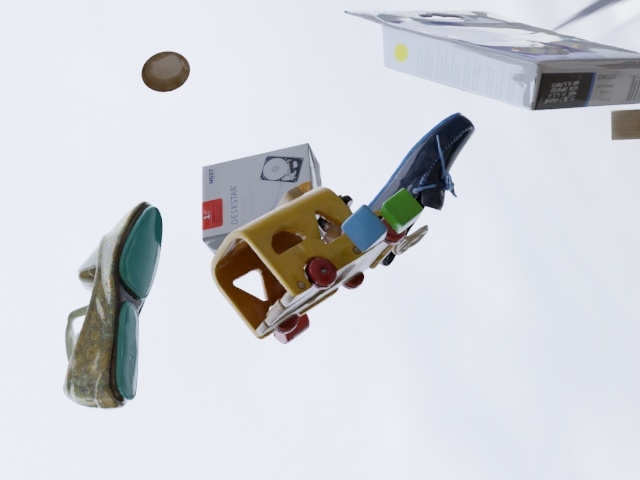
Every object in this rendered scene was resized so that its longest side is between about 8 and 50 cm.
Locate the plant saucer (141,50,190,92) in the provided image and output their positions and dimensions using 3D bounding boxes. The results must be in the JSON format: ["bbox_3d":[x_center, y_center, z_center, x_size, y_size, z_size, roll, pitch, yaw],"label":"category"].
[{"bbox_3d":[-0.261,-0.287,1.606,0.083,0.083,0.015,33,-155,-44],"label":"plant saucer"}]

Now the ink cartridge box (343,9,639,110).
[{"bbox_3d":[0.236,-0.234,1.217,0.304,0.307,0.072,-12,-64,-41],"label":"ink cartridge box"}]

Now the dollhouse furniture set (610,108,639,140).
[{"bbox_3d":[0.578,-0.288,1.302,0.174,0.356,0.303,-45,-50,-70],"label":"dollhouse furniture set"}]

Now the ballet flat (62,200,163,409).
[{"bbox_3d":[-0.321,0.089,1.446,0.123,0.123,0.348,36,-134,-41],"label":"ballet flat"}]

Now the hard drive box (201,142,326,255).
[{"bbox_3d":[-0.116,-0.078,1.923,0.089,0.232,0.181,59,-158,-57],"label":"hard drive box"}]

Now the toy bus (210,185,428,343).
[{"bbox_3d":[-0.006,0.002,0.901,0.104,0.191,0.202,51,-177,10],"label":"toy bus"}]

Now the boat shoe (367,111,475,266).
[{"bbox_3d":[0.156,-0.071,1.441,0.089,0.258,0.109,44,-161,25],"label":"boat shoe"}]
